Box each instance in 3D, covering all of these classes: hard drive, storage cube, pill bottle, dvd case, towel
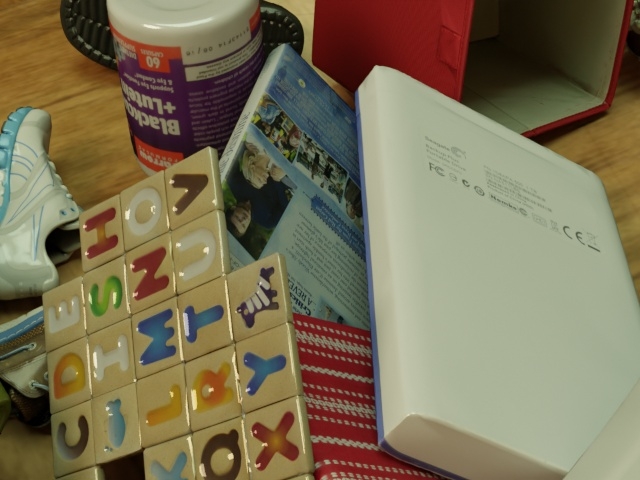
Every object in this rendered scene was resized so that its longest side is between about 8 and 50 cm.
[{"bbox_3d":[0.123,0.032,0.811,0.210,0.040,0.319,24,37,-21],"label":"hard drive"},{"bbox_3d":[0.121,-0.204,1.024,0.183,0.215,0.193,-21,43,-30],"label":"storage cube"},{"bbox_3d":[-0.092,-0.105,0.939,0.108,0.194,0.108,-2,42,2],"label":"pill bottle"},{"bbox_3d":[0.000,0.000,0.853,0.022,0.180,0.253,-29,28,35],"label":"dvd case"},{"bbox_3d":[0.068,0.144,0.697,0.198,0.031,0.275,17,27,-39],"label":"towel"}]

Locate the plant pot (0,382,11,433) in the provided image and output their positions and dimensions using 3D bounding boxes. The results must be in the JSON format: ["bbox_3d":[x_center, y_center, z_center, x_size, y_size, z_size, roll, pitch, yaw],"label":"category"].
[{"bbox_3d":[-0.333,0.057,0.716,0.293,0.275,0.275,36,50,3],"label":"plant pot"}]

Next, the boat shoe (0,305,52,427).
[{"bbox_3d":[-0.188,0.089,0.833,0.183,0.066,0.066,-16,47,0],"label":"boat shoe"}]

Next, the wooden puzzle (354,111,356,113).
[{"bbox_3d":[0.063,-0.084,1.041,0.078,0.014,0.116,-21,45,-18],"label":"wooden puzzle"}]

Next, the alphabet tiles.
[{"bbox_3d":[-0.089,0.075,0.711,0.198,0.009,0.237,-24,65,35],"label":"alphabet tiles"}]

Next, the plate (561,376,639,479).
[{"bbox_3d":[0.274,0.165,0.663,0.277,0.045,0.278,38,52,13],"label":"plate"}]

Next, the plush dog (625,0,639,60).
[{"bbox_3d":[0.394,-0.254,1.104,0.262,0.211,0.225,7,16,9],"label":"plush dog"}]

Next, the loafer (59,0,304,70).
[{"bbox_3d":[-0.123,-0.189,1.136,0.220,0.080,0.078,10,19,0],"label":"loafer"}]

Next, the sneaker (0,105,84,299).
[{"bbox_3d":[-0.213,-0.025,0.962,0.082,0.071,0.191,3,50,-2],"label":"sneaker"}]
